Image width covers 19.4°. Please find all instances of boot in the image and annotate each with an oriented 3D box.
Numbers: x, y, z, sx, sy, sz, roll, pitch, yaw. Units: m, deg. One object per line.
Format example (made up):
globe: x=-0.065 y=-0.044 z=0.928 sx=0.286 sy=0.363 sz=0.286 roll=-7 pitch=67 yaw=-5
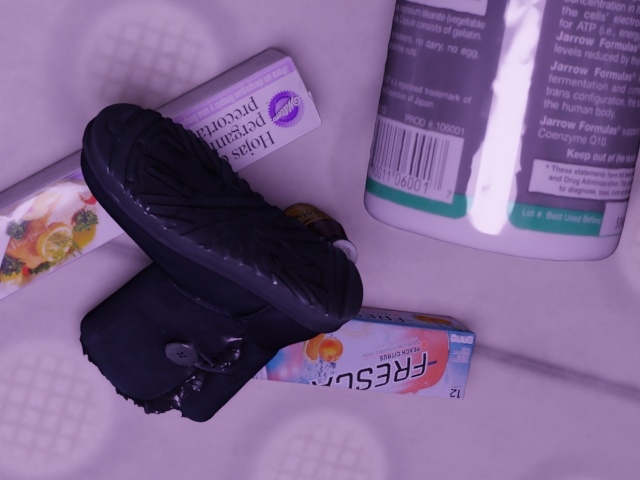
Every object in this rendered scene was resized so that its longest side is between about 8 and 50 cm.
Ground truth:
boot: x=-0.120 y=0.030 z=1.368 sx=0.246 sy=0.094 sz=0.207 roll=35 pitch=132 yaw=-24

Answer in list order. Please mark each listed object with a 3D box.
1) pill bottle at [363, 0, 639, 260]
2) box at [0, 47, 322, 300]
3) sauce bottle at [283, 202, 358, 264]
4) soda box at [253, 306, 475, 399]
pill bottle: x=0.159 y=-0.178 z=1.410 sx=0.204 sy=0.204 sz=0.361 roll=7 pitch=100 yaw=-17
box: x=-0.156 y=-0.043 z=1.422 sx=0.324 sy=0.067 sz=0.063 roll=-29 pitch=109 yaw=-9
sauce bottle: x=0.000 y=0.000 z=1.442 sx=0.042 sy=0.128 sz=0.042 roll=-3 pitch=101 yaw=-17
soda box: x=0.028 y=0.086 z=1.502 sx=0.183 sy=0.063 sz=0.058 roll=7 pitch=100 yaw=-17
